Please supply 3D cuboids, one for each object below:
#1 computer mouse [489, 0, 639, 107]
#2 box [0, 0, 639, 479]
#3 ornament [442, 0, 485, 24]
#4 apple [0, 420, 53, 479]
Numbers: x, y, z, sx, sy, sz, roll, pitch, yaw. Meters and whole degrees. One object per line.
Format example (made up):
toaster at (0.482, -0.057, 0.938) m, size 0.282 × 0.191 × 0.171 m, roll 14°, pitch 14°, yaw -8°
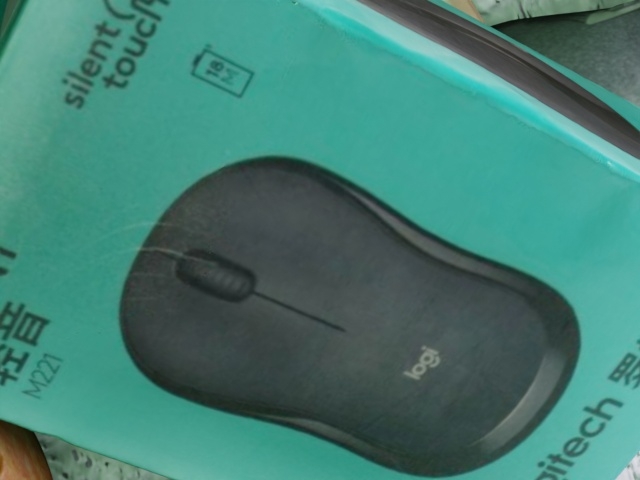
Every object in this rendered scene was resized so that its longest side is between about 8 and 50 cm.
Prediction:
computer mouse at (0.220, -0.066, 0.606) m, size 0.379 × 0.090 × 0.167 m, roll -18°, pitch 94°, yaw -12°
box at (0.000, 0.000, 0.469) m, size 0.311 × 0.118 × 0.205 m, roll 25°, pitch 112°, yaw -20°
ornament at (0.051, -0.184, 0.550) m, size 0.230 × 0.061 × 0.245 m, roll -36°, pitch 89°, yaw 19°
apple at (-0.201, 0.123, 0.471) m, size 0.188 × 0.188 × 0.174 m, roll -7°, pitch 88°, yaw -11°
